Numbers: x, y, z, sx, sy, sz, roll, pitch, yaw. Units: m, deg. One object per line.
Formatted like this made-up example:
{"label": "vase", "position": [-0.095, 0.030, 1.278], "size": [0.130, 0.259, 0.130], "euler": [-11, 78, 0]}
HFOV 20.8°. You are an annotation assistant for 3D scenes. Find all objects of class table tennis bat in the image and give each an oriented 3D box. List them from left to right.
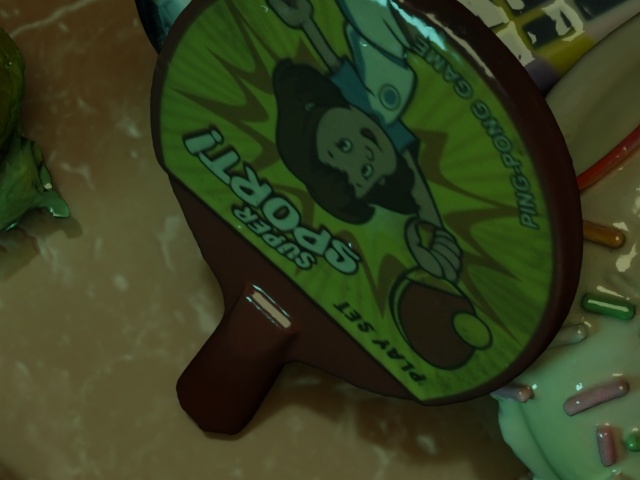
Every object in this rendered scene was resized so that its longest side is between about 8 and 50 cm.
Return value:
{"label": "table tennis bat", "position": [0.000, 0.000, 0.994], "size": [0.268, 0.415, 0.051], "euler": [42, 53, 6]}

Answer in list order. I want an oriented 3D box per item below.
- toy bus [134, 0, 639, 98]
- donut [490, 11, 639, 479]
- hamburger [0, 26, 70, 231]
{"label": "toy bus", "position": [0.120, -0.175, 1.124], "size": [0.440, 0.209, 0.249], "euler": [-28, 80, -8]}
{"label": "donut", "position": [0.272, 0.024, 1.026], "size": [0.382, 0.142, 0.383], "euler": [-6, 109, -17]}
{"label": "hamburger", "position": [-0.271, -0.077, 1.137], "size": [0.235, 0.125, 0.214], "euler": [33, 57, 3]}
